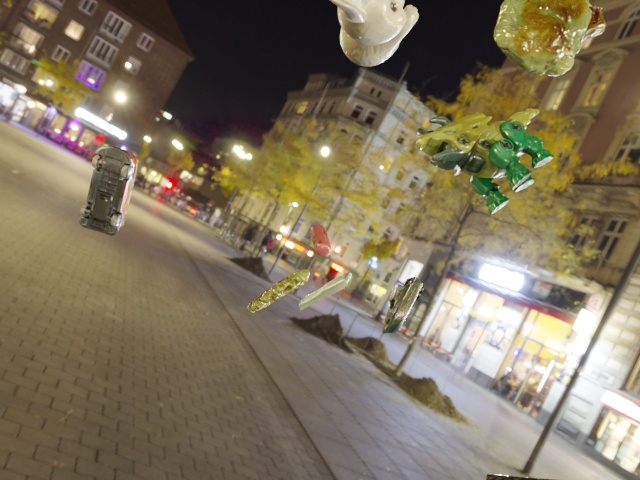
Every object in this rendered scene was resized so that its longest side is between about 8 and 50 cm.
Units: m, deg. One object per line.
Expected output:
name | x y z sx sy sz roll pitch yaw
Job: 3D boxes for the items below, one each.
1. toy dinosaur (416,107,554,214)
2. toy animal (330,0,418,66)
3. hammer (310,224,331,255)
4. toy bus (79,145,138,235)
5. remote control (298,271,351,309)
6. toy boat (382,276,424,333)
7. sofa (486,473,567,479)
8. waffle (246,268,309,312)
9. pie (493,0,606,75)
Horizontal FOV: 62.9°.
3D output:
toy dinosaur | 0.266 -0.137 0.763 0.153 0.259 0.094 55 -31 21
toy animal | 0.068 -0.344 0.749 0.221 0.130 0.104 5 64 -77
hammer | 0.000 0.000 1.238 0.043 0.043 0.083 29 30 -38
toy bus | -0.416 -0.103 1.046 0.079 0.174 0.077 18 13 -2
remote control | 0.011 0.134 1.398 0.029 0.162 0.061 58 23 -6
toy boat | 0.172 0.143 1.137 0.060 0.141 0.055 31 -10 -2
sofa | 0.284 0.357 0.710 0.117 0.060 0.039 6 9 -1
waffle | -0.097 0.117 1.225 0.036 0.169 0.183 57 -4 5
pie | 0.601 -0.578 1.399 0.257 0.274 0.105 43 -8 -4
